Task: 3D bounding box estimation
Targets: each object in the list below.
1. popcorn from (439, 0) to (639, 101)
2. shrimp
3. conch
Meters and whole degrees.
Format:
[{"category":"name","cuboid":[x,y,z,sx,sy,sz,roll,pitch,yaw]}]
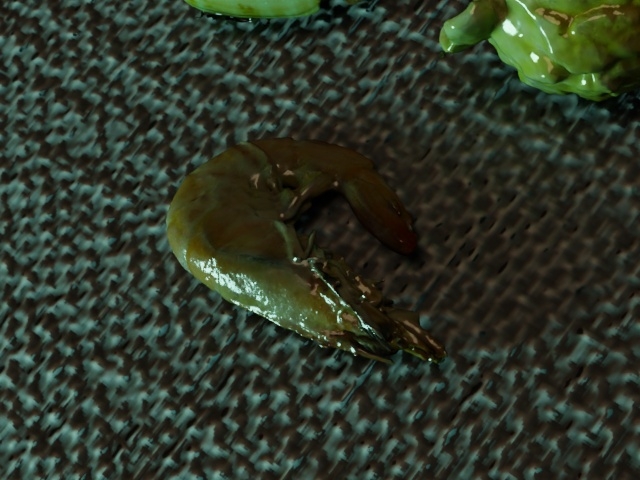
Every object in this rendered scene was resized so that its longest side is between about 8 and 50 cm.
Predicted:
[{"category":"popcorn","cuboid":[0.155,-0.151,0.955,0.162,0.141,0.136,-4,48,-25]},{"category":"shrimp","cuboid":[0.000,0.003,0.995,0.133,0.053,0.236,-37,48,-25]},{"category":"conch","cuboid":[-0.037,-0.190,1.101,0.170,0.079,0.106,24,89,25]}]
